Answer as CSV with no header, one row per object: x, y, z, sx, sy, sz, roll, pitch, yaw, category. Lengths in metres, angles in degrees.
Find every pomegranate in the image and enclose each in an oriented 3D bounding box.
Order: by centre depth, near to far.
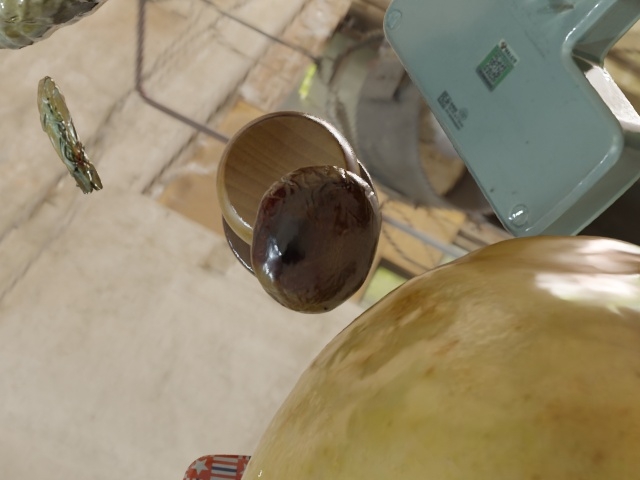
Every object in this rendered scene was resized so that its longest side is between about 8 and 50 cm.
0.105,0.139,0.422,0.307,0.307,0.307,-62,-5,-10,pomegranate

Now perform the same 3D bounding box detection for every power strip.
0.169,-0.147,0.885,0.059,0.265,0.193,8,-45,-43,power strip

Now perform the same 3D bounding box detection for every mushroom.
0.000,0.000,0.924,0.052,0.123,0.123,19,80,59,mushroom

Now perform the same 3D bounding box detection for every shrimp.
-0.340,-0.144,1.545,0.041,0.180,0.099,-20,-13,-30,shrimp

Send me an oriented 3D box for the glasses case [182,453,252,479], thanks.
-0.040,0.255,1.128,0.049,0.194,0.073,99,180,-72,glasses case

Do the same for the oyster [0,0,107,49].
-0.176,-0.225,0.841,0.341,0.110,0.166,-25,4,28,oyster

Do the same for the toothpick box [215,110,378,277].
-0.030,-0.045,1.300,0.192,0.192,0.294,-62,-7,-5,toothpick box
